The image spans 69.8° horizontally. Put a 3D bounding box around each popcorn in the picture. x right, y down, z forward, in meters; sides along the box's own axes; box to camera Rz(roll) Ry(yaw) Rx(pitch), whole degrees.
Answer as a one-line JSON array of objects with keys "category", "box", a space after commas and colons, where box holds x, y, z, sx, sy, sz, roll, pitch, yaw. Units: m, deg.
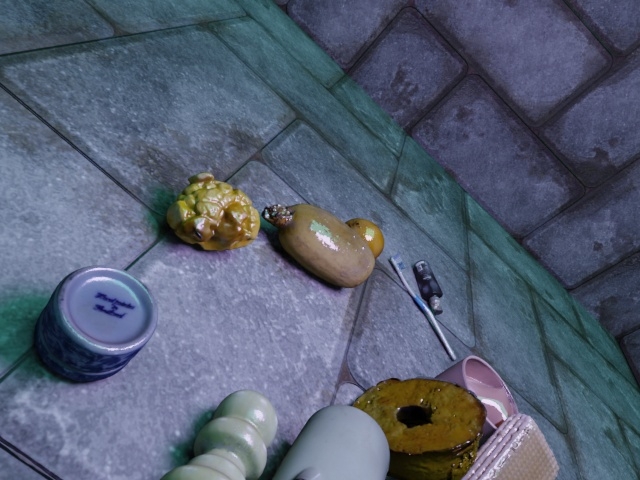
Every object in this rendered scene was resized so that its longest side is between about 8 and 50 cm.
[{"category": "popcorn", "box": [-0.236, -0.056, 0.994, 0.194, 0.140, 0.163, -4, 65, -41]}]

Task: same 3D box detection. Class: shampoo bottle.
[{"category": "shampoo bottle", "box": [0.373, 0.162, 1.577, 0.063, 0.057, 0.208, 25, 36, -34]}]

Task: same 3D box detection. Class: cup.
[{"category": "cup", "box": [0.351, 0.413, 1.114, 0.252, 0.200, 0.192, 15, 43, -41]}]

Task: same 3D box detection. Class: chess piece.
[{"category": "chess piece", "box": [-0.140, 0.329, 0.678, 0.144, 0.144, 0.251, 44, 24, -6]}]

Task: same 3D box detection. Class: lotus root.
[{"category": "lotus root", "box": [0.000, 0.000, 1.201, 0.342, 0.151, 0.169, 37, 31, -23]}]

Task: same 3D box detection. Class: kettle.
[{"category": "kettle", "box": [0.009, 0.411, 0.701, 0.255, 0.165, 0.241, -23, 114, -74]}]

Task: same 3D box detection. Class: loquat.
[{"category": "loquat", "box": [0.119, 0.001, 1.365, 0.141, 0.141, 0.141, 32, 34, -24]}]

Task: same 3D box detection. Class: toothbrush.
[{"category": "toothbrush", "box": [0.330, 0.215, 1.494, 0.040, 0.040, 0.386, 0, 58, -52]}]

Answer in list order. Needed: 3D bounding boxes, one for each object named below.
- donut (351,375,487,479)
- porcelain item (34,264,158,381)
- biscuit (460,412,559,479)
[{"category": "donut", "box": [0.195, 0.384, 0.933, 0.272, 0.272, 0.107, -33, 119, -59]}, {"category": "porcelain item", "box": [-0.331, 0.123, 0.677, 0.147, 0.114, 0.147, 31, 36, -26]}, {"category": "biscuit", "box": [0.296, 0.510, 0.856, 0.426, 0.078, 0.144, -32, 95, -28]}]
